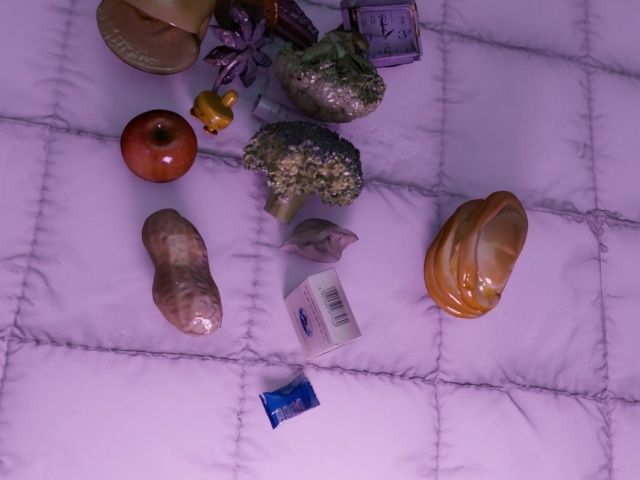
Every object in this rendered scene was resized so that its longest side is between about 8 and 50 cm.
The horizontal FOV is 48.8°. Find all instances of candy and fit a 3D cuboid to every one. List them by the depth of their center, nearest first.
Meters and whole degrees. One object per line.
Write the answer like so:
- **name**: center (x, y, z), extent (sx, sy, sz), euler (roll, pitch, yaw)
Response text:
- **candy**: center (-0.071, 0.372, 1.645), extent (0.136, 0.038, 0.088), euler (-22, 84, -30)

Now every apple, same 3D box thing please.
- **apple**: center (-0.382, -0.226, 1.666), extent (0.181, 0.168, 0.181), euler (3, 72, -9)
- **apple**: center (-0.392, -0.549, 1.695), extent (0.254, 0.292, 0.292), euler (26, 69, -4)

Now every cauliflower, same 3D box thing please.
- **cauliflower**: center (0.033, -0.424, 1.778), extent (0.275, 0.272, 0.250), euler (24, 93, -23)

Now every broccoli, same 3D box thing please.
- **broccoli**: center (-0.048, -0.180, 1.710), extent (0.260, 0.288, 0.235), euler (-41, 132, -11)

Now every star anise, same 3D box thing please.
- **star anise**: center (-0.203, -0.472, 1.783), extent (0.081, 0.230, 0.262), euler (31, 94, 34)

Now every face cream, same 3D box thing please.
- **face cream**: center (-0.063, -0.302, 1.841), extent (0.244, 0.058, 0.092), euler (24, 64, -15)

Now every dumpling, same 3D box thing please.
- **dumpling**: center (0.000, 0.000, 1.727), extent (0.199, 0.136, 0.118), euler (-10, 85, -8)

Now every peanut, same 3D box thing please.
- **peanut**: center (-0.318, 0.071, 1.614), extent (0.149, 0.149, 0.313), euler (-12, 77, -19)

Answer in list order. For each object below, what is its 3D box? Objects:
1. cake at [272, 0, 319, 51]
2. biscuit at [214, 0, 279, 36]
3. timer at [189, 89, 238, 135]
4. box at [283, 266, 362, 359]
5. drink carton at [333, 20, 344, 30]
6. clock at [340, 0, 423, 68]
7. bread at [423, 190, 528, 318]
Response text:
- **cake**: center (-0.124, -0.608, 1.882), extent (0.295, 0.116, 0.113), euler (43, 70, 3)
- **biscuit**: center (-0.194, -0.608, 1.834), extent (0.188, 0.188, 0.027), euler (35, 36, -3)
- **timer**: center (-0.260, -0.332, 1.761), extent (0.107, 0.109, 0.107), euler (37, 27, -23)
- **box**: center (-0.001, 0.173, 1.605), extent (0.069, 0.256, 0.164), euler (-18, 80, -19)
- **drink carton**: center (0.052, -0.553, 1.937), extent (0.056, 0.071, 0.165), euler (40, 66, -5)
- **clock**: center (0.161, -0.564, 1.914), extent (0.253, 0.083, 0.186), euler (-16, 100, -35)
- **bread**: center (0.382, 0.029, 1.764), extent (0.211, 0.270, 0.315), euler (22, 75, 6)
